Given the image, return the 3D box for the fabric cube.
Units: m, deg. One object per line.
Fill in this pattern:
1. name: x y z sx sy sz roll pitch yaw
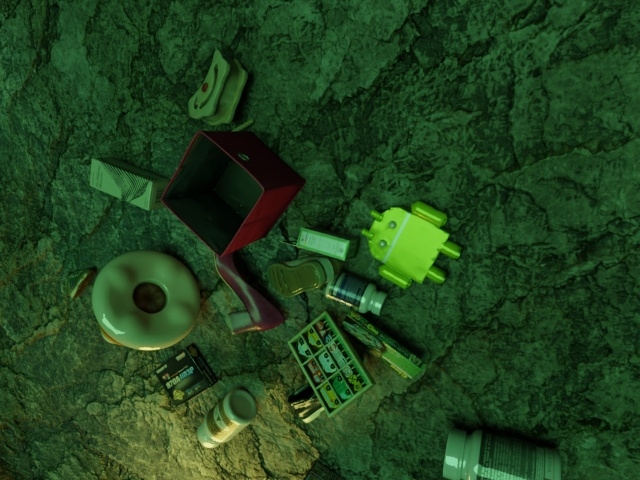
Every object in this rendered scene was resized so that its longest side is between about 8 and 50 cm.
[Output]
1. fabric cube: -0.247 -0.148 1.312 0.254 0.258 0.259 43 115 10

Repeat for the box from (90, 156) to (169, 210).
1. box: -0.672 -0.203 1.574 0.275 0.094 0.113 20 109 18

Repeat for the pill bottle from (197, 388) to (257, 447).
1. pill bottle: -0.344 0.650 1.617 0.131 0.131 0.229 47 116 7

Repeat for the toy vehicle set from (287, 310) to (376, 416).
1. toy vehicle set: 0.028 0.366 1.344 0.166 0.035 0.266 -42 57 11

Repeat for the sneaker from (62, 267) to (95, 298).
1. sneaker: -0.992 0.155 1.815 0.086 0.064 0.192 46 119 2

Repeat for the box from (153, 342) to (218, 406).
1. box: -0.516 0.515 1.704 0.220 0.051 0.175 -35 87 27

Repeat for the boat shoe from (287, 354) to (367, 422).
1. boat shoe: 0.010 0.450 1.419 0.113 0.127 0.340 39 124 -2

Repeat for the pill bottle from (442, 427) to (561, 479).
1. pill bottle: 0.492 0.619 1.229 0.284 0.161 0.161 7 105 22

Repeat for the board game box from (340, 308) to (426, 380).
1. board game box: 0.178 0.312 1.326 0.260 0.030 0.136 36 149 11

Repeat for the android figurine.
1. android figurine: 0.247 0.008 1.249 0.273 0.056 0.248 31 113 12

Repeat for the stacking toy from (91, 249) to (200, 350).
1. stacking toy: -0.679 0.272 1.628 0.480 0.351 0.350 -36 87 45

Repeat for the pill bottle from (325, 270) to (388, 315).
1. pill bottle: 0.108 0.158 1.321 0.170 0.094 0.094 20 110 18

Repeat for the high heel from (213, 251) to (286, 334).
1. high heel: -0.240 0.116 1.482 0.182 0.127 0.376 -13 93 -3

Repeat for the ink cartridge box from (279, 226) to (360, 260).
1. ink cartridge box: 0.000 0.000 1.318 0.210 0.109 0.062 15 98 20

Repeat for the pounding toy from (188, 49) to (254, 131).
1. pounding toy: -0.295 -0.421 1.372 0.154 0.155 0.269 35 107 43

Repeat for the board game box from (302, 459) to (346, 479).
1. board game box: -0.054 0.930 1.470 0.141 0.291 0.231 28 112 15

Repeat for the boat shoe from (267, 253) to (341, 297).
1. boat shoe: -0.053 0.103 1.355 0.302 0.103 0.113 -8 100 53
